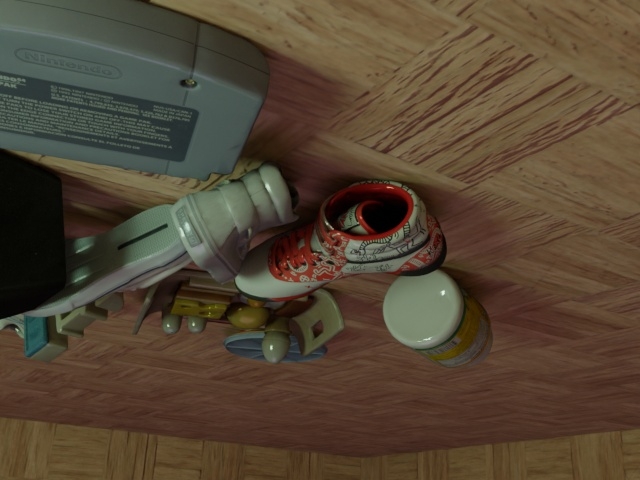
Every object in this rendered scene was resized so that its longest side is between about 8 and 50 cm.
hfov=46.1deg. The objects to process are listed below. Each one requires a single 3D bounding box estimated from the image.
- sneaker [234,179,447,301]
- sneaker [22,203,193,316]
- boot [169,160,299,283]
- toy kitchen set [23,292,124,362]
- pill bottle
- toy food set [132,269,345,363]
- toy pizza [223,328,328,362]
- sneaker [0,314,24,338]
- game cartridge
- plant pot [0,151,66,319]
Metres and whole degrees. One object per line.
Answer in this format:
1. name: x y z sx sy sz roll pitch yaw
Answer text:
1. sneaker: 0.001 -0.001 0.864 0.270 0.090 0.145 -9 155 18
2. sneaker: -0.261 0.039 0.927 0.258 0.094 0.091 -18 154 10
3. boot: -0.077 -0.019 0.823 0.124 0.095 0.258 -25 179 -3
4. toy kitchen set: -0.402 0.062 1.078 0.207 0.122 0.166 -34 142 25
5. pill bottle: 0.184 0.123 1.114 0.118 0.117 0.208 -9 155 27
6. toy food set: -0.140 0.135 1.212 0.306 0.092 0.220 8 158 -15
7. toy pizza: -0.086 0.197 1.443 0.201 0.032 0.201 3 158 1
8. sneaker: -0.556 0.117 1.229 0.191 0.082 0.071 17 156 -29
9. game cartridge: -0.201 -0.128 0.616 0.297 0.062 0.198 9 153 -15
10. plant pot: -0.377 0.001 0.810 0.167 0.188 0.187 2 162 -37
